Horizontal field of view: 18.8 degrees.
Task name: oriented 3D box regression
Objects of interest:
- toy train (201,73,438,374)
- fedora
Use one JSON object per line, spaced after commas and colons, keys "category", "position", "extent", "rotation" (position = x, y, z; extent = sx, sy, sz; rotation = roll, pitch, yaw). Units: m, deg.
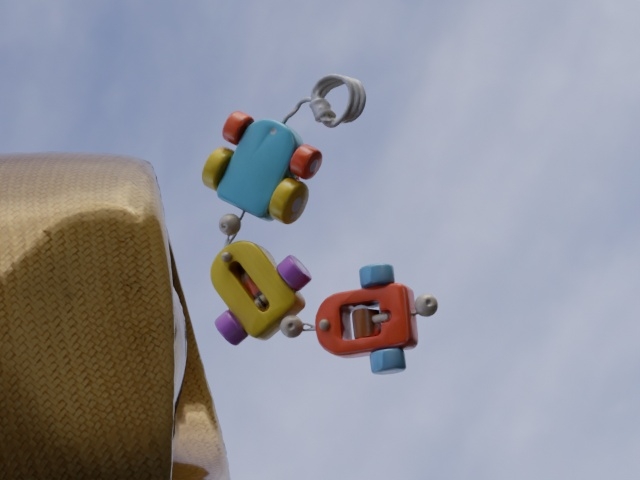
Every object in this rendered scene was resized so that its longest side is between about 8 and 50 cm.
{"category": "toy train", "position": [0.000, 0.000, 1.048], "extent": [0.125, 0.166, 0.046], "rotation": [-15, -17, 18]}
{"category": "fedora", "position": [-0.068, 0.034, 0.480], "extent": [0.079, 0.194, 0.194], "rotation": [-11, -43, 3]}
